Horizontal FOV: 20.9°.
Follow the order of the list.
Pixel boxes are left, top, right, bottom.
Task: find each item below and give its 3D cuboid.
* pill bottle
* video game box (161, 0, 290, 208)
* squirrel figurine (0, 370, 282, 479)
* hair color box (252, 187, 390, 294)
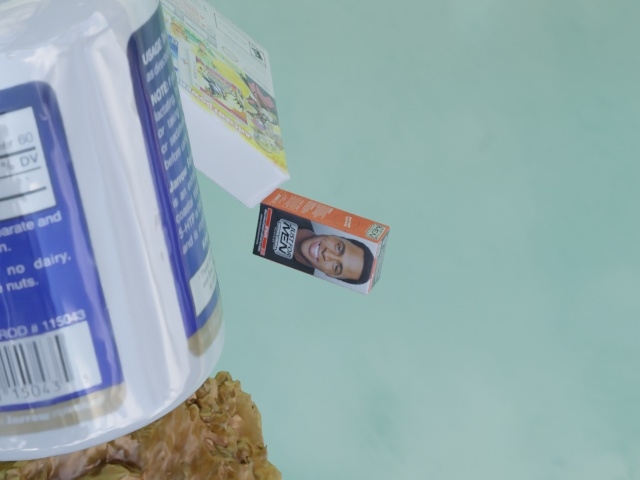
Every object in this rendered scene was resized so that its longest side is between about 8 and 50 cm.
[{"bbox_3d":[-0.098,-0.039,0.525,0.112,0.112,0.186,-17,117,-16],"label":"pill bottle"},{"bbox_3d":[-0.115,-0.138,1.254,0.205,0.187,0.048,37,111,-28],"label":"video game box"},{"bbox_3d":[-0.119,0.231,0.742,0.370,0.281,0.397,5,117,-8],"label":"squirrel figurine"},{"bbox_3d":[0.000,0.000,1.911,0.141,0.043,0.072,18,123,14],"label":"hair color box"}]
